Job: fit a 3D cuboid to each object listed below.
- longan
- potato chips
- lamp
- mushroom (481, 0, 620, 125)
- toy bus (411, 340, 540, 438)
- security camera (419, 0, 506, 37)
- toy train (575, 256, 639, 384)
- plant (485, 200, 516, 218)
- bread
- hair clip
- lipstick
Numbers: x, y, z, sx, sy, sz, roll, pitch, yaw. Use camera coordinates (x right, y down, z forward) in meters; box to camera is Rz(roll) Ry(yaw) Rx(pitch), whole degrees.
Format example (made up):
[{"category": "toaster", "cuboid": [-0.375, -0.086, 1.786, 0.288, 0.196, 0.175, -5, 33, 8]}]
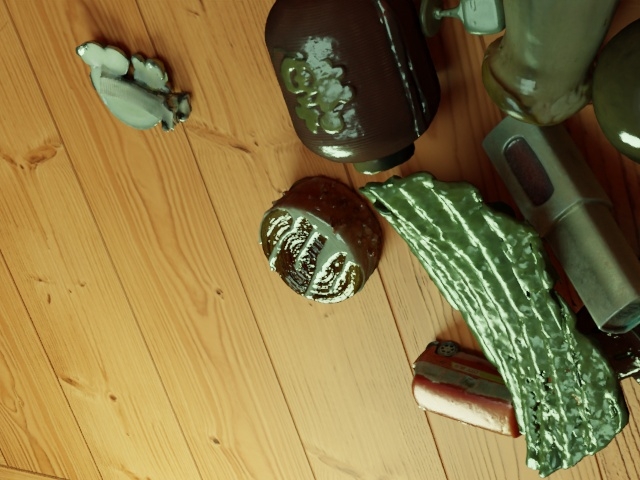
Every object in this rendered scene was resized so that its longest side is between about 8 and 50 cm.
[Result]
[{"category": "longan", "cuboid": [0.349, -0.137, 1.608, 0.167, 0.167, 0.187, 3, 142, 40]}, {"category": "potato chips", "cuboid": [0.183, 0.081, 1.857, 0.389, 0.097, 0.373, 56, 170, -1]}, {"category": "lamp", "cuboid": [0.041, -0.188, 1.820, 0.180, 0.180, 0.258, 1, 121, 41]}, {"category": "mushroom", "cuboid": [0.238, -0.301, 1.593, 0.154, 0.137, 0.407, 21, 129, 9]}, {"category": "toy bus", "cuboid": [0.190, 0.186, 2.075, 0.174, 0.077, 0.079, 15, 130, 32]}, {"category": "security camera", "cuboid": [0.157, -0.243, 1.780, 0.092, 0.058, 0.058, 6, 127, 24]}, {"category": "toy train", "cuboid": [0.420, 0.141, 1.799, 0.304, 0.150, 0.221, 48, 151, -4]}, {"category": "plant", "cuboid": [0.183, -0.018, 1.938, 0.051, 0.051, 0.102, 55, 153, -11]}, {"category": "bread", "cuboid": [0.000, 0.000, 2.091, 0.160, 0.073, 0.160, 24, 135, 26]}, {"category": "hair clip", "cuboid": [-0.243, -0.192, 2.166, 0.172, 0.049, 0.116, 23, 131, 29]}, {"category": "lipstick", "cuboid": [0.264, -0.022, 1.743, 0.079, 0.077, 0.253, -42, 59, 28]}]
